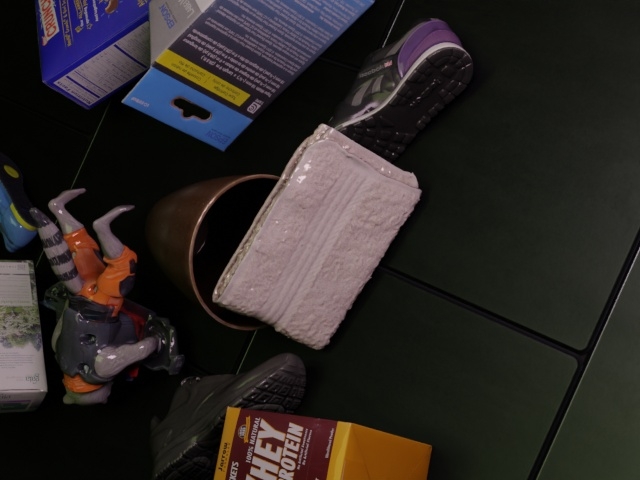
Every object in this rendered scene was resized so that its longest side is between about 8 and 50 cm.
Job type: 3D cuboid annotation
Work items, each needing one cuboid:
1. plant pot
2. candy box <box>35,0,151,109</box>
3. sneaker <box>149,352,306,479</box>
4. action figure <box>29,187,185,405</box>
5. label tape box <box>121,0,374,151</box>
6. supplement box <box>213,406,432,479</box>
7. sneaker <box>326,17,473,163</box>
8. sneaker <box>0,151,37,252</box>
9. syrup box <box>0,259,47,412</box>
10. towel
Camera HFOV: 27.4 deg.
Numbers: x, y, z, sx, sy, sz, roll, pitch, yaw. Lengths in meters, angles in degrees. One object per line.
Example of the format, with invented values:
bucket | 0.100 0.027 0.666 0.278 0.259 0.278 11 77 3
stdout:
plant pot | -0.151 -0.002 1.880 0.230 0.215 0.215 16 85 53
candy box | -0.312 -0.405 2.144 0.317 0.122 0.268 -28 53 21
sneaker | -0.144 0.230 1.847 0.286 0.109 0.130 -37 50 19
action figure | -0.372 0.093 1.991 0.341 0.178 0.330 10 107 43
label tape box | -0.120 -0.309 1.916 0.333 0.240 0.106 -42 55 18
supplement box | 0.001 0.297 1.656 0.194 0.191 0.129 2 76 37
sneaker | 0.084 -0.194 1.837 0.283 0.107 0.124 -39 41 16
sneaker | -0.548 -0.069 2.263 0.082 0.069 0.209 -45 54 20
syrup box | -0.507 0.154 2.121 0.096 0.093 0.237 -48 47 52
towel | 0.000 0.000 1.765 0.282 0.187 0.049 -59 26 6
